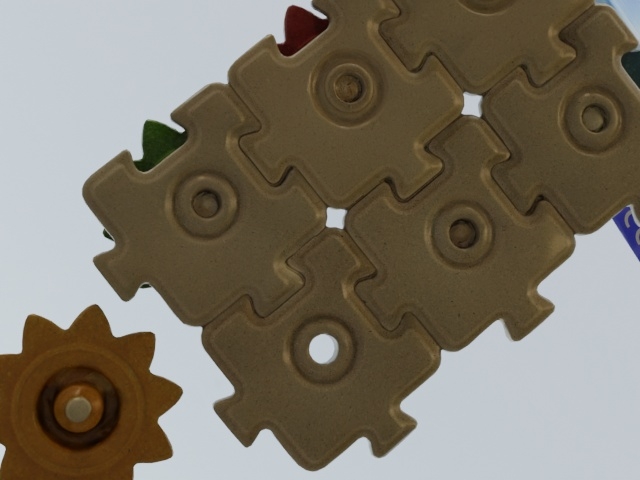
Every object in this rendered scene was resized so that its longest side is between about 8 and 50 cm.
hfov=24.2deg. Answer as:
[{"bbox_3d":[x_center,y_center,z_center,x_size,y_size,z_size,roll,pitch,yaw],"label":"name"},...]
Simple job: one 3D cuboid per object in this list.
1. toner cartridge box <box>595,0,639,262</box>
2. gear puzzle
[{"bbox_3d":[0.211,-0.114,0.939,0.347,0.165,0.075,59,-40,9],"label":"toner cartridge box"},{"bbox_3d":[0.000,0.000,0.652,0.175,0.339,0.044,51,-10,-5],"label":"gear puzzle"}]
